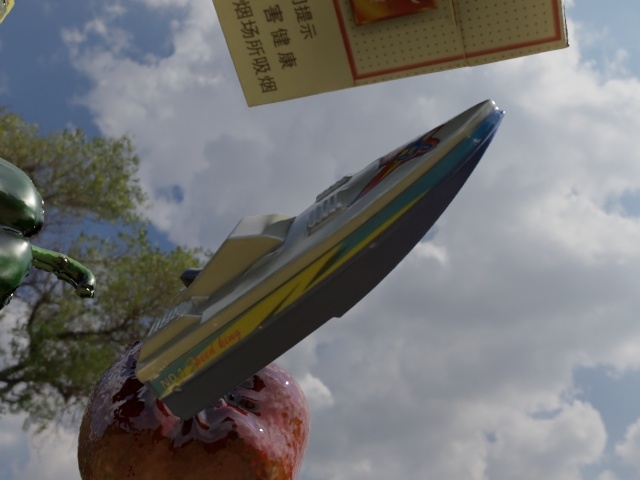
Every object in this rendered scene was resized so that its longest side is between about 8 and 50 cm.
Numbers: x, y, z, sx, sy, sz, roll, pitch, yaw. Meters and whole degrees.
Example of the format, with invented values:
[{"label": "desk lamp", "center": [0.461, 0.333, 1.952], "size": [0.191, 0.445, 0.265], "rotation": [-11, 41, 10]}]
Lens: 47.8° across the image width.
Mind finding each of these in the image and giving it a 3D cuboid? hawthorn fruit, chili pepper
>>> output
[{"label": "hawthorn fruit", "center": [-0.156, 0.270, 0.913], "size": [0.295, 0.295, 0.311], "rotation": [-9, -79, 17]}, {"label": "chili pepper", "center": [-0.391, 0.008, 0.836], "size": [0.165, 0.173, 0.261], "rotation": [-24, -39, 25]}]

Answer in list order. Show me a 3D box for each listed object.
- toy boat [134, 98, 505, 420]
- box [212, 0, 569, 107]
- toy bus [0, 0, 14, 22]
[{"label": "toy boat", "center": [0.000, 0.000, 0.496], "size": [0.295, 0.129, 0.088], "rotation": [-37, -79, 18]}, {"label": "box", "center": [0.058, -0.268, 0.702], "size": [0.331, 0.095, 0.210], "rotation": [-8, -58, 17]}, {"label": "toy bus", "center": [-0.536, -0.433, 1.147], "size": [0.081, 0.074, 0.226], "rotation": [29, -20, -14]}]
